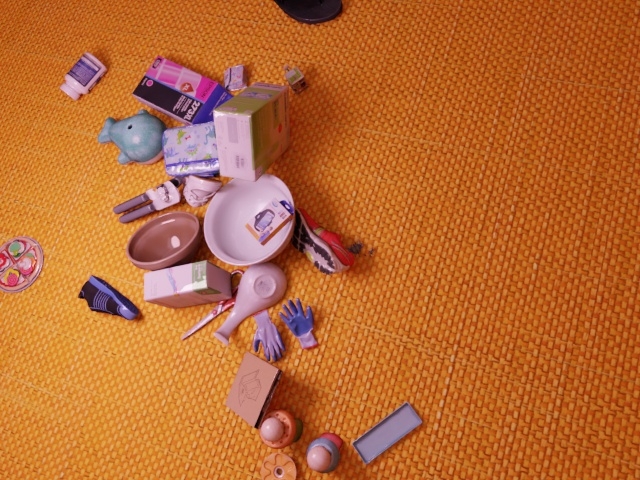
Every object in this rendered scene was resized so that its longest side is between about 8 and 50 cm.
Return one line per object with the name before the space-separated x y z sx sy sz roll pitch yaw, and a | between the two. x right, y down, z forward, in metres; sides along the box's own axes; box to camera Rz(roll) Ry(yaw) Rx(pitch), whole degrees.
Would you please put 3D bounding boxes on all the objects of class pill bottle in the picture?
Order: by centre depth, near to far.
pill bottle | -0.886 -0.608 1.866 0.094 0.094 0.169 36 84 19

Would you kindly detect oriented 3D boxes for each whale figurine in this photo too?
whale figurine | -0.658 -0.368 1.725 0.272 0.141 0.216 17 79 16

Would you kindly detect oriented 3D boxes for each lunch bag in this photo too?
lunch bag | -0.411 -0.295 1.671 0.219 0.090 0.175 -3 90 12
lunch bag | -0.301 -0.569 1.756 0.084 0.053 0.070 -5 72 20

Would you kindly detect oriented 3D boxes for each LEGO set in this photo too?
LEGO set | 0.118 0.029 1.517 0.083 0.023 0.054 30 84 5

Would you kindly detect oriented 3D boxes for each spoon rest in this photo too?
spoon rest | -0.214 0.185 1.506 0.137 0.084 0.276 41 78 -8

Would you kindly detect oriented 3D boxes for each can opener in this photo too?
can opener | -0.558 -0.127 1.643 0.281 0.093 0.074 -19 107 25

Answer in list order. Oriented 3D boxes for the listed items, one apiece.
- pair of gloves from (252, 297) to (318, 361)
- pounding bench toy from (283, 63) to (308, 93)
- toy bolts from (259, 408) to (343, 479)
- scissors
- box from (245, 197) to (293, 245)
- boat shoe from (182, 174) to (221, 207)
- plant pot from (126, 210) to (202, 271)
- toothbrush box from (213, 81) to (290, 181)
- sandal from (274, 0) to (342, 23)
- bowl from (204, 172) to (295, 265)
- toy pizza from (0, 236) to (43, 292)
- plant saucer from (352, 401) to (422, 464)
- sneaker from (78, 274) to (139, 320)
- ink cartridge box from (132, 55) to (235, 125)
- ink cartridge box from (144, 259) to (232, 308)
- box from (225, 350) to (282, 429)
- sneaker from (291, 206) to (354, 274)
pair of gloves | -0.109 0.262 1.460 0.198 0.023 0.159 -20 93 -1
pounding bench toy | -0.089 -0.551 1.699 0.052 0.065 0.083 -36 70 1
toy bolts | -0.067 0.573 1.323 0.229 0.158 0.218 10 77 14
scissors | -0.306 0.217 1.548 0.109 0.021 0.297 36 83 17
box | -0.141 -0.059 1.427 0.136 0.028 0.081 -45 63 2
boat shoe | -0.377 -0.150 1.569 0.098 0.277 0.096 12 89 -23
plant pot | -0.471 0.024 1.568 0.238 0.109 0.237 -11 41 10
toothbrush box | -0.197 -0.335 1.517 0.122 0.206 0.283 11 35 14
sandal | -0.115 -0.916 1.787 0.446 0.107 0.167 39 85 19
bowl | -0.194 -0.048 1.531 0.298 0.134 0.297 -6 68 17
toy pizza | -1.058 0.080 1.738 0.202 0.032 0.201 -3 74 11
plant saucer | 0.181 0.522 1.362 0.192 0.018 0.067 -37 70 -1
sneaker | -0.680 0.204 1.604 0.232 0.081 0.090 31 85 25
ink cartridge box | -0.473 -0.507 1.771 0.371 0.069 0.175 28 82 15
ink cartridge box | -0.397 0.137 1.509 0.213 0.154 0.093 -14 69 15
box | -0.190 0.413 1.400 0.201 0.021 0.164 6 70 56
sneaker | 0.000 0.000 1.515 0.119 0.107 0.279 -12 48 -35
